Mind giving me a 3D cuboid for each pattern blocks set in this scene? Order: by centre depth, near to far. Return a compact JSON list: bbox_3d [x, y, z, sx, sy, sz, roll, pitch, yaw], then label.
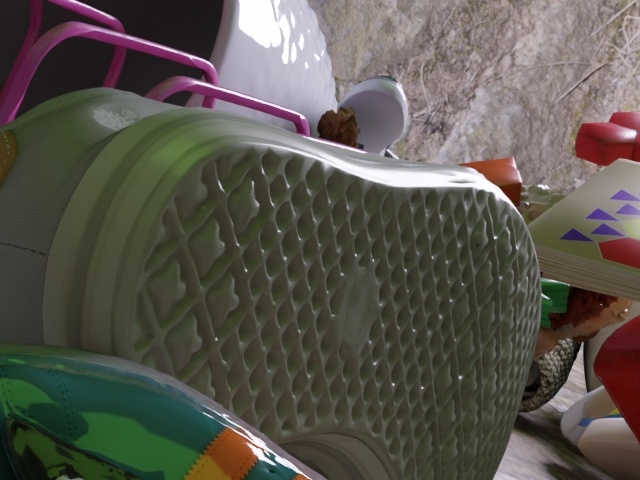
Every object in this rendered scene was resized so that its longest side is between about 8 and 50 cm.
[{"bbox_3d":[0.213,-0.001,1.060,0.285,0.026,0.325,21,28,33],"label":"pattern blocks set"}]

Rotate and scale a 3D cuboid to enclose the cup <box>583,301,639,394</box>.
[{"bbox_3d":[0.359,0.098,1.541,0.331,0.331,0.237,28,33,24],"label":"cup"}]

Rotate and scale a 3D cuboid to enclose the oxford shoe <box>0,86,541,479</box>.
[{"bbox_3d":[-0.013,0.032,0.774,0.130,0.169,0.449,10,-5,28],"label":"oxford shoe"}]

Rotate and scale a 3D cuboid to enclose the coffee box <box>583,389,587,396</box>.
[{"bbox_3d":[0.517,0.090,1.906,0.334,0.338,0.337,27,6,12],"label":"coffee box"}]

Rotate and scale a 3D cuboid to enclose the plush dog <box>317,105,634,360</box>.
[{"bbox_3d":[0.106,0.016,1.207,0.225,0.210,0.262,2,0,12],"label":"plush dog"}]

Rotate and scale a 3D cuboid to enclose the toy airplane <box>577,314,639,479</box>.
[{"bbox_3d":[0.364,0.137,1.151,0.386,0.272,0.384,13,-16,10],"label":"toy airplane"}]

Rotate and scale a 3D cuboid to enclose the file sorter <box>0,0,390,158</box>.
[{"bbox_3d":[-0.129,-0.026,0.958,0.291,0.182,0.202,28,7,23],"label":"file sorter"}]

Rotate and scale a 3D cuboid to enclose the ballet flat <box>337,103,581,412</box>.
[{"bbox_3d":[0.014,-0.008,1.498,0.483,0.164,0.182,32,30,-5],"label":"ballet flat"}]

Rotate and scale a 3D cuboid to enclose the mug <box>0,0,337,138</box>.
[{"bbox_3d":[-0.174,-0.110,1.293,0.374,0.276,0.328,-2,-14,19],"label":"mug"}]

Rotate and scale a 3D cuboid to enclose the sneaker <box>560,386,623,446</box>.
[{"bbox_3d":[0.308,0.154,1.357,0.240,0.126,0.091,-16,-16,19],"label":"sneaker"}]

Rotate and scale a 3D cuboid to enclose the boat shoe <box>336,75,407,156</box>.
[{"bbox_3d":[0.036,-0.086,1.272,0.049,0.040,0.142,23,-24,0],"label":"boat shoe"}]

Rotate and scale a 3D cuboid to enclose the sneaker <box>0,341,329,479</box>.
[{"bbox_3d":[-0.016,0.118,0.531,0.302,0.108,0.121,25,2,-25],"label":"sneaker"}]
